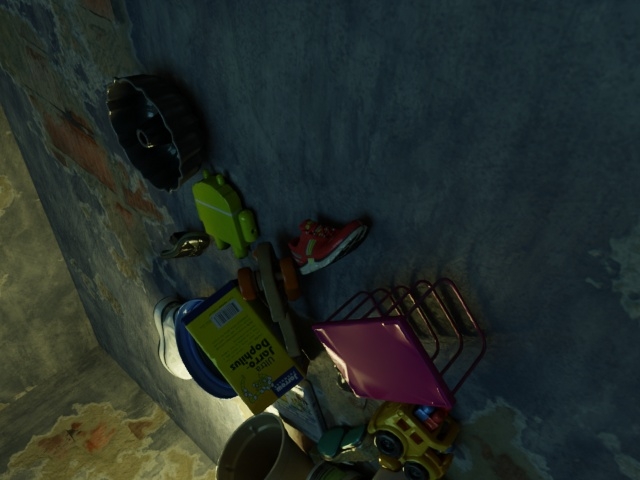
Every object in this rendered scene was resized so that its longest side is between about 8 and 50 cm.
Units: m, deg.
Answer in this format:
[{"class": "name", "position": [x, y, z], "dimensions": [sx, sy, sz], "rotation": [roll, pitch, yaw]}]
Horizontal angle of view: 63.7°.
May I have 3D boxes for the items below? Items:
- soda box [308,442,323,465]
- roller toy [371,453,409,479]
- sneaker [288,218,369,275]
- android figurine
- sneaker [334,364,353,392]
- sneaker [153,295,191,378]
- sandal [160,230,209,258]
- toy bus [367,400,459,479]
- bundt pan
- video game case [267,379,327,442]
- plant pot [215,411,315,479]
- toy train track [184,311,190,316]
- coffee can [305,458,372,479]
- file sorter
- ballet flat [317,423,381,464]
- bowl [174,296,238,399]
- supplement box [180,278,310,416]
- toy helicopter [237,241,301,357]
[{"class": "soda box", "position": [0.021, 0.847, 1.935], "dimensions": [0.061, 0.058, 0.181], "rotation": [7, 125, 46]}, {"class": "roller toy", "position": [0.249, 0.715, 1.480], "dimensions": [0.209, 0.146, 0.191], "rotation": [28, 149, 30]}, {"class": "sneaker", "position": [0.000, 0.000, 1.186], "dimensions": [0.118, 0.107, 0.279], "rotation": [60, 145, 0]}, {"class": "android figurine", "position": [-0.281, -0.077, 1.480], "dimensions": [0.248, 0.056, 0.272], "rotation": [21, 135, 38]}, {"class": "sneaker", "position": [0.086, 0.362, 1.449], "dimensions": [0.071, 0.066, 0.188], "rotation": [14, 138, 20]}, {"class": "sneaker", "position": [-0.554, 0.465, 2.166], "dimensions": [0.258, 0.169, 0.447], "rotation": [26, 135, 36]}, {"class": "sandal", "position": [-0.446, 0.004, 1.716], "dimensions": [0.303, 0.120, 0.086], "rotation": [-25, 72, 53]}, {"class": "toy bus", "position": [0.265, 0.468, 1.274], "dimensions": [0.220, 0.149, 0.211], "rotation": [45, 129, 8]}, {"class": "bundt pan", "position": [-0.434, -0.301, 1.401], "dimensions": [0.331, 0.124, 0.330], "rotation": [31, 140, 29]}, {"class": "video game case", "position": [-0.122, 0.581, 1.889], "dimensions": [0.329, 0.036, 0.299], "rotation": [13, 129, 44]}, {"class": "plant pot", "position": [-0.176, 0.888, 1.984], "dimensions": [0.334, 0.333, 0.305], "rotation": [-2, 138, 50]}, {"class": "toy train track", "position": [-0.467, 0.293, 1.868], "dimensions": [0.048, 0.014, 0.083], "rotation": [11, 116, 27]}, {"class": "coffee can", "position": [0.102, 0.896, 1.759], "dimensions": [0.275, 0.202, 0.201], "rotation": [9, 126, 45]}, {"class": "file sorter", "position": [0.169, 0.206, 1.098], "dimensions": [0.291, 0.182, 0.202], "rotation": [-18, 107, 55]}, {"class": "ballet flat", "position": [0.100, 0.663, 1.646], "dimensions": [0.123, 0.123, 0.348], "rotation": [50, 145, 4]}, {"class": "bowl", "position": [-0.380, 0.387, 1.888], "dimensions": [0.391, 0.077, 0.390], "rotation": [12, 111, 34]}, {"class": "supplement box", "position": [-0.217, 0.309, 1.559], "dimensions": [0.356, 0.195, 0.194], "rotation": [51, -179, 3]}, {"class": "toy helicopter", "position": [-0.113, 0.161, 1.399], "dimensions": [0.235, 0.140, 0.354], "rotation": [-106, 1, -62]}]
